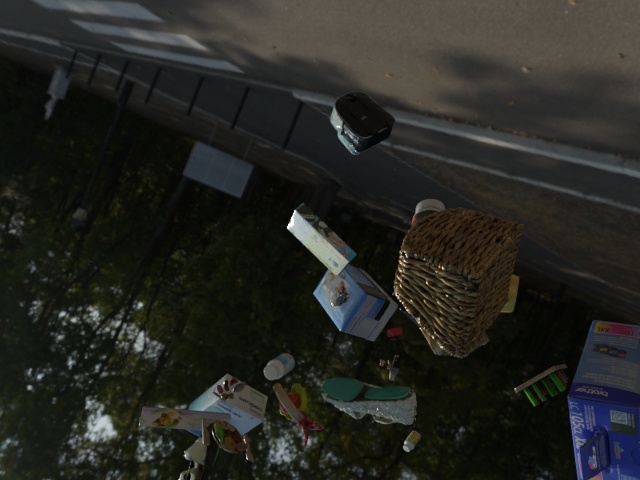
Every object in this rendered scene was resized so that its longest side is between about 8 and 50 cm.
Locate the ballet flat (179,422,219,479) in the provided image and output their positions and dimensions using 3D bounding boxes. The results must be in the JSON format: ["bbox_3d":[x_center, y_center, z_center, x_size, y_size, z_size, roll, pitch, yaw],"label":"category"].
[{"bbox_3d":[-0.395,0.731,1.504,0.095,0.281,0.096,-13,147,37],"label":"ballet flat"}]

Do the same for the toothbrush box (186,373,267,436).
[{"bbox_3d":[-0.398,0.718,1.954,0.216,0.295,0.126,36,-149,-19],"label":"toothbrush box"}]

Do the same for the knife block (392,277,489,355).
[{"bbox_3d":[0.309,0.181,1.246,0.275,0.088,0.242,19,-142,-48],"label":"knife block"}]

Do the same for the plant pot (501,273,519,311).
[{"bbox_3d":[0.755,0.221,2.104,0.238,0.254,0.254,11,180,21],"label":"plant pot"}]

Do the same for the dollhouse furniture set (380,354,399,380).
[{"bbox_3d":[0.316,0.566,2.111,0.091,0.114,0.081,15,-135,16],"label":"dollhouse furniture set"}]

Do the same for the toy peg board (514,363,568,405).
[{"bbox_3d":[0.795,0.512,1.642,0.160,0.161,0.079,14,-139,-49],"label":"toy peg board"}]

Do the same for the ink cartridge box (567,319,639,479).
[{"bbox_3d":[0.722,0.416,1.145,0.151,0.270,0.395,-1,-157,39],"label":"ink cartridge box"}]

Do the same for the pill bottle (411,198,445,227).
[{"bbox_3d":[0.484,-0.041,2.071,0.161,0.161,0.283,22,-132,-11],"label":"pill bottle"}]

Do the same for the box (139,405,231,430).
[{"bbox_3d":[-0.498,0.663,1.731,0.323,0.063,0.067,11,166,-15],"label":"box"}]

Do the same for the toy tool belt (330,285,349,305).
[{"bbox_3d":[0.074,0.192,1.605,0.051,0.083,0.052,17,-150,-35],"label":"toy tool belt"}]

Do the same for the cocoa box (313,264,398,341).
[{"bbox_3d":[0.164,0.289,2.314,0.227,0.231,0.347,23,-166,-33],"label":"cocoa box"}]

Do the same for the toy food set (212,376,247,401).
[{"bbox_3d":[-0.318,0.513,1.610,0.078,0.122,0.019,41,-159,-12],"label":"toy food set"}]

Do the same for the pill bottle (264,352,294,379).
[{"bbox_3d":[-0.186,0.566,2.087,0.087,0.087,0.160,24,-169,20],"label":"pill bottle"}]

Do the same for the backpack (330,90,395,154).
[{"bbox_3d":[0.170,-0.517,2.037,0.253,0.225,0.191,51,154,13],"label":"backpack"}]

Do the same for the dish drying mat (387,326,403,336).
[{"bbox_3d":[0.313,0.383,1.955,0.083,0.032,0.008,-1,159,-36],"label":"dish drying mat"}]

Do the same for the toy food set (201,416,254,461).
[{"bbox_3d":[-0.289,0.628,1.500,0.192,0.038,0.132,35,-171,-28],"label":"toy food set"}]

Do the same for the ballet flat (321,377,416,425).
[{"bbox_3d":[0.169,0.600,1.709,0.408,0.147,0.147,-7,162,43],"label":"ballet flat"}]

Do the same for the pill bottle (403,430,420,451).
[{"bbox_3d":[0.374,0.827,1.921,0.043,0.043,0.083,25,-138,30],"label":"pill bottle"}]

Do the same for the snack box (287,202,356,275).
[{"bbox_3d":[0.000,0.000,2.053,0.322,0.060,0.187,44,153,6],"label":"snack box"}]

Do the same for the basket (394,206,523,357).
[{"bbox_3d":[0.296,0.079,1.060,0.213,0.223,0.299,20,-145,33],"label":"basket"}]

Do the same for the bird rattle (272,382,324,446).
[{"bbox_3d":[-0.109,0.657,1.803,0.207,0.143,0.253,54,178,-25],"label":"bird rattle"}]
